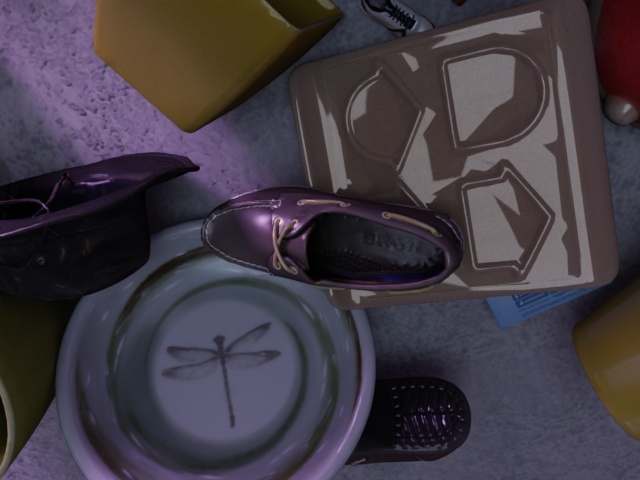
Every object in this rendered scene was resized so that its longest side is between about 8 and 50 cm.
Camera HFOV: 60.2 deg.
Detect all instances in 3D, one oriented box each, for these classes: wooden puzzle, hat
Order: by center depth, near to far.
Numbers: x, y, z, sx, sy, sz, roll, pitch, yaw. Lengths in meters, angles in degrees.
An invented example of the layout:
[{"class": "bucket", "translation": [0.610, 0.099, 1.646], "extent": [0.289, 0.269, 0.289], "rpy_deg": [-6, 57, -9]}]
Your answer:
[{"class": "hat", "translation": [-0.298, -0.007, 0.663], "extent": [0.331, 0.331, 0.134], "rpy_deg": [-8, 108, 9]}, {"class": "wooden puzzle", "translation": [0.157, -0.089, 0.678], "extent": [0.347, 0.080, 0.322], "rpy_deg": [-9, 97, 17]}]

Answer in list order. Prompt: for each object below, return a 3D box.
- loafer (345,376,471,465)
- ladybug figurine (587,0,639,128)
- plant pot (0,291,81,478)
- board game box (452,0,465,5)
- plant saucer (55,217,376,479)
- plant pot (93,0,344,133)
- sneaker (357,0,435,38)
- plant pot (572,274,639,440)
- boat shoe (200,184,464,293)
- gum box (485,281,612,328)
[{"class": "loafer", "translation": [0.031, 0.272, 0.799], "extent": [0.365, 0.134, 0.130], "rpy_deg": [0, 144, 19]}, {"class": "ladybug figurine", "translation": [0.480, -0.297, 0.564], "extent": [0.305, 0.162, 0.449], "rpy_deg": [35, 107, -5]}, {"class": "plant pot", "translation": [-0.441, 0.137, 0.732], "extent": [0.274, 0.293, 0.275], "rpy_deg": [2, 107, 7]}, {"class": "board game box", "translation": [0.137, -0.477, 0.447], "extent": [0.356, 0.356, 0.356], "rpy_deg": [41, 107, -6]}, {"class": "plant saucer", "translation": [-0.129, 0.166, 0.737], "extent": [0.400, 0.100, 0.401], "rpy_deg": [2, 65, -4]}, {"class": "plant pot", "translation": [-0.130, -0.251, 0.635], "extent": [0.212, 0.212, 0.187], "rpy_deg": [41, 119, -6]}, {"class": "sneaker", "translation": [0.093, -0.273, 0.679], "extent": [0.109, 0.044, 0.040], "rpy_deg": [27, 106, -4]}, {"class": "plant pot", "translation": [0.457, 0.124, 0.662], "extent": [0.239, 0.254, 0.254], "rpy_deg": [-37, 100, 30]}, {"class": "boat shoe", "translation": [0.000, 0.000, 0.644], "extent": [0.324, 0.096, 0.117], "rpy_deg": [7, 101, 15]}, {"class": "gum box", "translation": [0.274, 0.006, 0.742], "extent": [0.157, 0.041, 0.184], "rpy_deg": [-27, 102, 15]}]
